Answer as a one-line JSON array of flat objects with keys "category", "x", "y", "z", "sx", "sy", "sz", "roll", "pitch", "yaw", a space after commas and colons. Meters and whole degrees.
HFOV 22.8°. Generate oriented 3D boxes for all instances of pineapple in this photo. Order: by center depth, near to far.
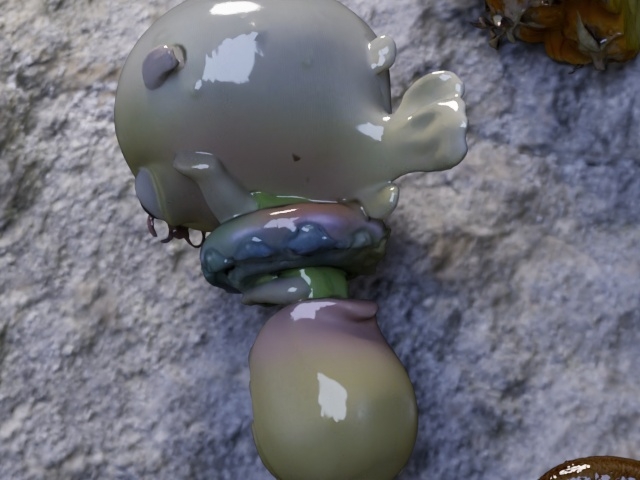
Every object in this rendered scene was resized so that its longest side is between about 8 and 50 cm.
[{"category": "pineapple", "x": 0.176, "y": -0.240, "z": 1.202, "sx": 0.186, "sy": 0.114, "sz": 0.236, "roll": -35, "pitch": 58, "yaw": 1}]

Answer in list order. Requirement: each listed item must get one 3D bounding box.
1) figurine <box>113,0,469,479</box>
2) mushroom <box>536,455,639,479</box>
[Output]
[{"category": "figurine", "x": 0.000, "y": 0.000, "z": 1.098, "sx": 0.274, "sy": 0.226, "sz": 0.394, "roll": -24, "pitch": 69, "yaw": 37}, {"category": "mushroom", "x": 0.187, "y": 0.196, "z": 1.018, "sx": 0.109, "sy": 0.085, "sz": 0.126, "roll": -8, "pitch": 56, "yaw": -25}]
